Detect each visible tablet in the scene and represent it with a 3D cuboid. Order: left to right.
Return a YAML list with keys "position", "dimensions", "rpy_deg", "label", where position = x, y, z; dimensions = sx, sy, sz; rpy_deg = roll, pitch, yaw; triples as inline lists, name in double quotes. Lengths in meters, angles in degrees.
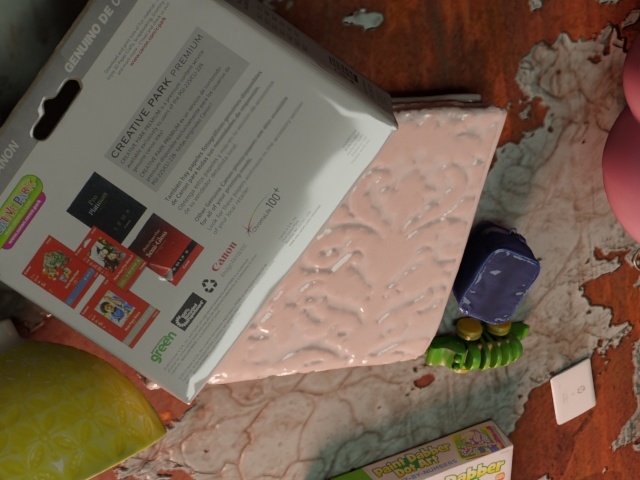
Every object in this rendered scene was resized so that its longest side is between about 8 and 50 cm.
- position: [0.295, 0.176, 2.255]
  dimensions: [0.054, 0.006, 0.083]
  rpy_deg: [-27, 135, -13]
  label: "tablet"

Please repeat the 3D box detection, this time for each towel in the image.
- position: [0.000, 0.000, 1.891]
  dimensions: [0.332, 0.053, 0.317]
  rpy_deg: [-4, 125, -31]
  label: "towel"

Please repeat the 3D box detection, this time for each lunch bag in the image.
- position: [0.180, 0.029, 2.023]
  dimensions: [0.067, 0.065, 0.098]
  rpy_deg: [23, 111, -26]
  label: "lunch bag"

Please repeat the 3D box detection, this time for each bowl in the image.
- position: [-0.299, 0.163, 1.731]
  dimensions: [0.289, 0.289, 0.156]
  rpy_deg: [-25, 91, -14]
  label: "bowl"

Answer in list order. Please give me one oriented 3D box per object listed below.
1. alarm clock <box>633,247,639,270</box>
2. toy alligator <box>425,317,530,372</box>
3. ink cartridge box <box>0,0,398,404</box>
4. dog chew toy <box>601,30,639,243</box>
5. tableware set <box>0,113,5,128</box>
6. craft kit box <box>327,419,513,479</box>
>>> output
- position: [0.432, -0.015, 2.156]
  dimensions: [0.192, 0.064, 0.129]
  rpy_deg: [-26, 134, -9]
  label: "alarm clock"
- position: [0.155, 0.121, 2.087]
  dimensions: [0.190, 0.051, 0.056]
  rpy_deg: [-8, 127, -28]
  label: "toy alligator"
- position: [-0.133, -0.068, 1.664]
  dimensions: [0.272, 0.130, 0.309]
  rpy_deg: [35, 103, -12]
  label: "ink cartridge box"
- position: [0.391, -0.144, 1.935]
  dimensions: [0.207, 0.206, 0.331]
  rpy_deg: [-14, 123, -24]
  label: "dog chew toy"
- position: [-0.354, -0.080, 1.622]
  dimensions: [0.168, 0.020, 0.141]
  rpy_deg: [-47, 137, 6]
  label: "tableware set"
- position: [0.099, 0.346, 2.231]
  dimensions: [0.250, 0.061, 0.246]
  rpy_deg: [-18, 129, -20]
  label: "craft kit box"
